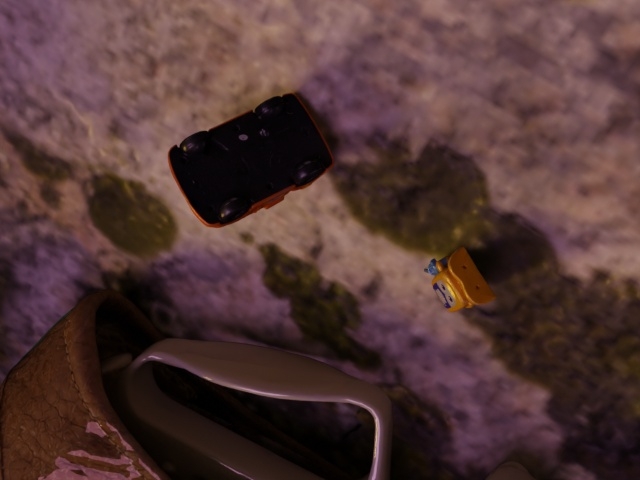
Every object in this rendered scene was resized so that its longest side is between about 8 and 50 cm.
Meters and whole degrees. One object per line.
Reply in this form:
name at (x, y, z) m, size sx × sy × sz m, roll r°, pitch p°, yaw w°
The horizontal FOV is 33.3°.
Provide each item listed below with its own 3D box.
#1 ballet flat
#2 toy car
ballet flat at (0.016, 0.125, 0.455) m, size 0.342 × 0.116 × 0.124 m, roll 30°, pitch 110°, yaw 9°
toy car at (0.000, 0.000, 0.398) m, size 0.122 × 0.060 × 0.040 m, roll 44°, pitch 161°, yaw 1°
